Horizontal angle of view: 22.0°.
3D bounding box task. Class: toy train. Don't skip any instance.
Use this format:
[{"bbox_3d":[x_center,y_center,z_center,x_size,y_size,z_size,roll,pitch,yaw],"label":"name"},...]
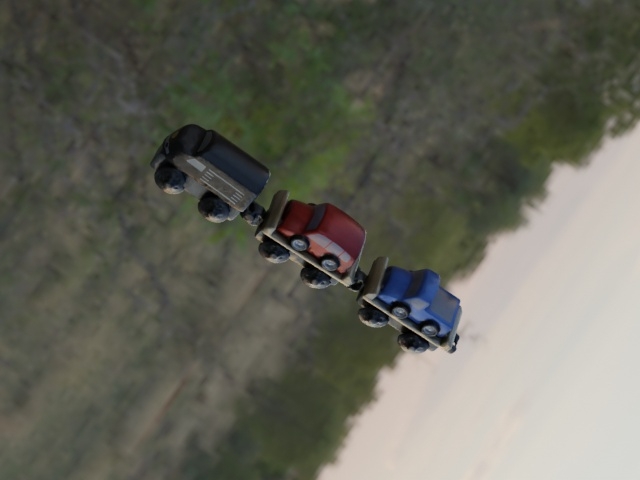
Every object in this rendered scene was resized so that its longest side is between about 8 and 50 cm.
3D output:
[{"bbox_3d":[0.000,0.000,0.701,0.036,0.158,0.027,-43,-160,42],"label":"toy train"}]
